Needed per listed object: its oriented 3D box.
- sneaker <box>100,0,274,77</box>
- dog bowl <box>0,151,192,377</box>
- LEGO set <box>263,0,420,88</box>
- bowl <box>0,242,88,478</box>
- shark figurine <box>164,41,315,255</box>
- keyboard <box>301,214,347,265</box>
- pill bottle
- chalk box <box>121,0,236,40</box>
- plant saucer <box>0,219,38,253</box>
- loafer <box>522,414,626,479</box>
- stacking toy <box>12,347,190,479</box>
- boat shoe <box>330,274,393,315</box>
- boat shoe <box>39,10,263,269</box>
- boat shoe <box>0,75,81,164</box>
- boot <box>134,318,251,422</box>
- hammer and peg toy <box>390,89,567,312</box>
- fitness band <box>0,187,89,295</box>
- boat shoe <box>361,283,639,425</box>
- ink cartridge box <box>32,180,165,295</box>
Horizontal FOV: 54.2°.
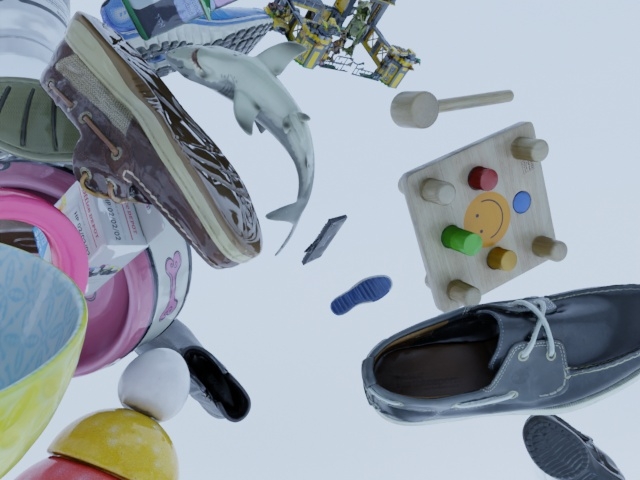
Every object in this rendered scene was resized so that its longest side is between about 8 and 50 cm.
[{"bbox_3d":[-0.213,-0.372,1.045,0.330,0.147,0.130,-24,-7,-47],"label":"sneaker"},{"bbox_3d":[-0.422,0.040,0.993,0.408,0.150,0.408,3,-68,6],"label":"dog bowl"},{"bbox_3d":[0.069,-0.457,1.226,0.331,0.255,0.192,8,-44,-32],"label":"LEGO set"},{"bbox_3d":[-0.303,0.110,0.390,0.289,0.289,0.156,5,-72,-16],"label":"bowl"},{"bbox_3d":[-0.064,-0.137,0.808,0.166,0.278,0.116,-29,-2,-23],"label":"shark figurine"},{"bbox_3d":[0.000,0.000,1.731,0.108,0.023,0.180,-24,-25,-47],"label":"keyboard"},{"bbox_3d":[-0.658,-0.492,1.367,0.210,0.363,0.210,-9,-24,-4],"label":"pill bottle"},{"bbox_3d":[-0.153,-0.347,0.633,0.179,0.289,0.180,-26,-29,-4],"label":"chalk box"},{"bbox_3d":[-0.416,-0.009,0.902,0.168,0.029,0.168,-3,-15,-1],"label":"plant saucer"},{"bbox_3d":[0.398,0.339,0.992,0.220,0.078,0.080,43,-68,-14],"label":"loafer"},{"bbox_3d":[-0.325,0.386,0.958,0.350,0.480,0.351,18,-32,12],"label":"stacking toy"},{"bbox_3d":[0.109,0.132,1.626,0.183,0.066,0.066,-26,3,23],"label":"boat shoe"},{"bbox_3d":[-0.188,-0.086,0.642,0.123,0.342,0.123,-43,-19,10],"label":"boat shoe"},{"bbox_3d":[-0.338,-0.147,0.879,0.302,0.113,0.103,10,-11,-16],"label":"boat shoe"},{"bbox_3d":[-0.276,0.236,1.286,0.338,0.118,0.223,38,-20,0],"label":"boot"},{"bbox_3d":[0.262,-0.088,1.020,0.266,0.127,0.361,-24,-70,-17],"label":"hammer and peg toy"},{"bbox_3d":[-0.353,0.082,0.616,0.054,0.291,0.209,27,-4,38],"label":"fitness band"},{"bbox_3d":[0.143,0.079,0.449,0.233,0.084,0.079,-15,-33,5],"label":"boat shoe"},{"bbox_3d":[-0.280,-0.014,0.778,0.181,0.104,0.061,-35,-21,32],"label":"ink cartridge box"}]
